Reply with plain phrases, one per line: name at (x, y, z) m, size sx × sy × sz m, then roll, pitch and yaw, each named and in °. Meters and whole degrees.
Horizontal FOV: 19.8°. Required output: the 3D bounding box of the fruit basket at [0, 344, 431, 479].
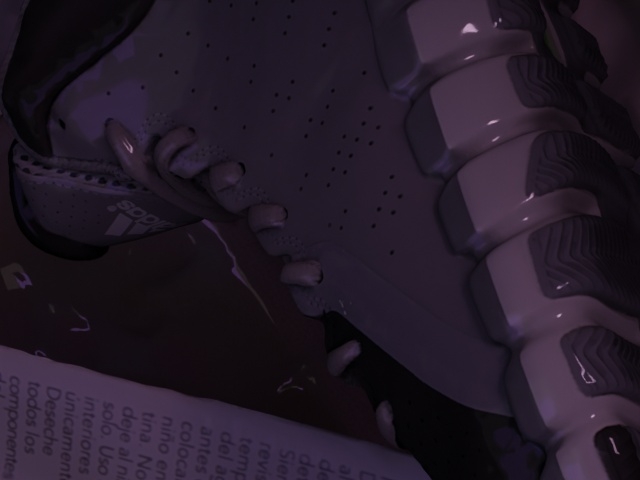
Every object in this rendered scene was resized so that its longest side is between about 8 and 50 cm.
fruit basket at (-0.029, 0.181, 0.468) m, size 0.353 × 0.165 × 0.327 m, roll 11°, pitch 111°, yaw 11°

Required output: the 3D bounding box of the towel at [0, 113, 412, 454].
towel at (-0.072, 0.142, 0.579) m, size 0.332 × 0.053 × 0.317 m, roll -35°, pitch 87°, yaw 34°

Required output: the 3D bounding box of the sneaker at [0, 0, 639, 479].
sneaker at (0.000, 0.000, 0.389) m, size 0.132 × 0.086 × 0.229 m, roll -24°, pitch 67°, yaw 23°
